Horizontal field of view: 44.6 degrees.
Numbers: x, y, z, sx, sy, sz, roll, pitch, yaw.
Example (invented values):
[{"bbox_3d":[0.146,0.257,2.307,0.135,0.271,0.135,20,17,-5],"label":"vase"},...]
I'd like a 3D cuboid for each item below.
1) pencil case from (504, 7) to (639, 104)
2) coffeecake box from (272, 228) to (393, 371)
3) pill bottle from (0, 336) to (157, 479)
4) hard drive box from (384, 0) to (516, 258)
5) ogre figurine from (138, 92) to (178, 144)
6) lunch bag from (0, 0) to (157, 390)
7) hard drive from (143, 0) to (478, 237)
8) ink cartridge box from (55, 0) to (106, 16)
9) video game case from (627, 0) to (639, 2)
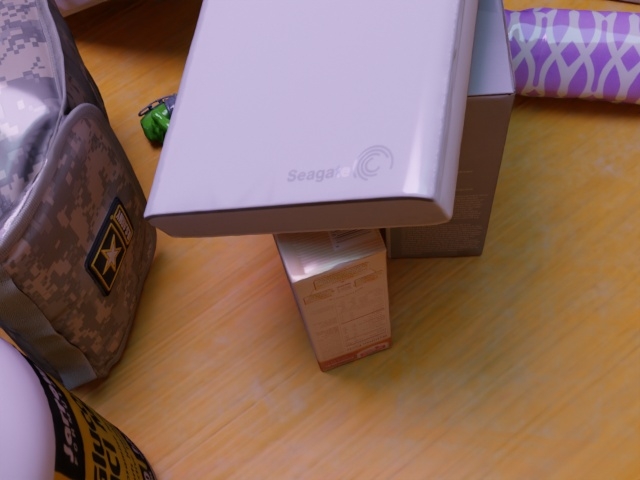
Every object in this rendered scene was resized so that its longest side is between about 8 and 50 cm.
[{"bbox_3d":[0.249,-0.174,0.729,0.206,0.086,0.088,8,29,7],"label":"pencil case"},{"bbox_3d":[0.000,0.000,0.604,0.068,0.185,0.142,-19,63,-3],"label":"coffeecake box"},{"bbox_3d":[-0.222,0.156,0.461,0.187,0.334,0.188,-2,63,4],"label":"pill bottle"},{"bbox_3d":[0.091,-0.116,0.629,0.089,0.232,0.181,-2,62,4],"label":"hard drive box"},{"bbox_3d":[-0.076,-0.118,0.725,0.118,0.197,0.097,-43,111,-26],"label":"ogre figurine"},{"bbox_3d":[-0.234,-0.043,0.621,0.168,0.235,0.287,-20,62,-8],"label":"lunch bag"},{"bbox_3d":[0.004,-0.153,0.519,0.203,0.040,0.308,-3,65,31],"label":"hard drive"},{"bbox_3d":[-0.201,-0.383,0.788,0.271,0.130,0.310,3,56,46],"label":"ink cartridge box"},{"bbox_3d":[0.339,-0.331,0.835,0.173,0.022,0.190,13,65,12],"label":"video game case"}]
